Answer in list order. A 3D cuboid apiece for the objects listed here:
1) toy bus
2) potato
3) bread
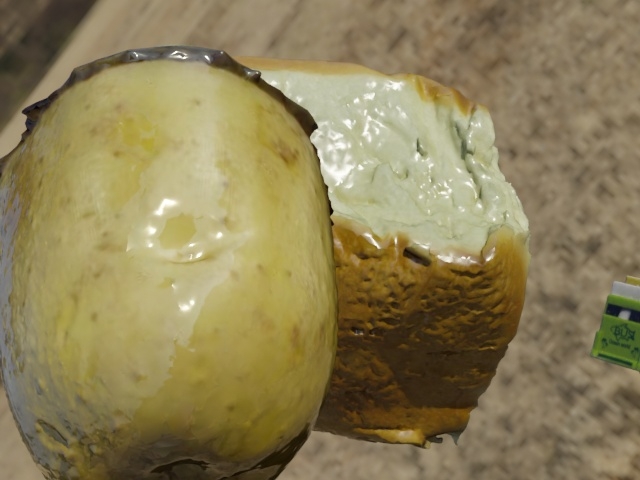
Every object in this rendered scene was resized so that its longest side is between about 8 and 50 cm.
[{"bbox_3d":[0.448,0.105,1.873,0.113,0.301,0.139,14,94,59],"label":"toy bus"},{"bbox_3d":[-0.088,0.054,0.979,0.242,0.242,0.285,-68,1,-48],"label":"potato"},{"bbox_3d":[0.000,0.000,1.270,0.250,0.279,0.225,102,173,-46],"label":"bread"}]
